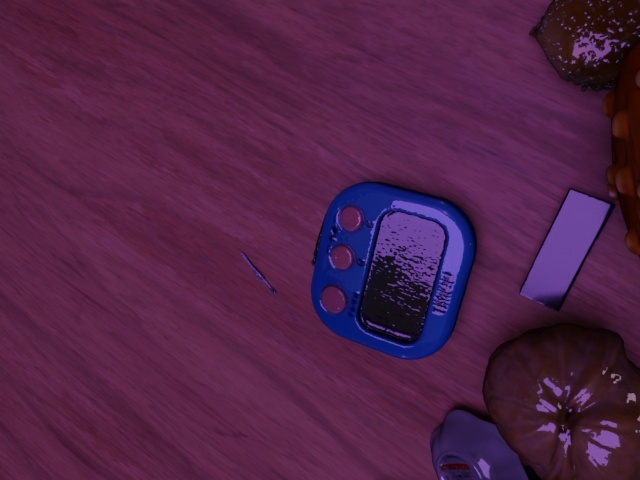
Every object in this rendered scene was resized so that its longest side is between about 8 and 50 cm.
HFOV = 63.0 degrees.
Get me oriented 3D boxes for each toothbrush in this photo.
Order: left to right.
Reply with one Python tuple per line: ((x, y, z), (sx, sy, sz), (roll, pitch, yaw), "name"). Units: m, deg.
((-0.153, 0.079, 1.269), (0.011, 0.013, 0.131), (-45, 78, 19), "toothbrush")

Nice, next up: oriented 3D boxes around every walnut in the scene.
((0.432, 0.279, 0.901), (0.296, 0.285, 0.285), (22, 108, 27), "walnut")

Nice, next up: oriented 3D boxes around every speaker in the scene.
((0.453, 0.018, 0.967), (0.082, 0.044, 0.218), (24, 109, 18), "speaker")

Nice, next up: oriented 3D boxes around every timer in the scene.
((0.144, 0.060, 1.074), (0.309, 0.115, 0.339), (18, 106, 21), "timer")

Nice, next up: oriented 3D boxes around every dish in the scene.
((0.298, 0.467, 1.058), (0.229, 0.081, 0.229), (13, 107, 46), "dish")

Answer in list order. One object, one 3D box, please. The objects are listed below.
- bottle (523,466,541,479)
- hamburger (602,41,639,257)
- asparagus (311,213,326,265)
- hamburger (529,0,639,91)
((0.460, 0.608, 1.051), (0.082, 0.082, 0.286), (-14, 93, 26), "bottle")
((0.555, -0.101, 0.719), (0.278, 0.396, 0.395), (-8, 96, 21), "hamburger")
((0.000, 0.000, 1.183), (0.018, 0.015, 0.127), (22, 108, 21), "asparagus")
((0.471, -0.355, 0.848), (0.215, 0.122, 0.189), (-36, 80, 22), "hamburger")
